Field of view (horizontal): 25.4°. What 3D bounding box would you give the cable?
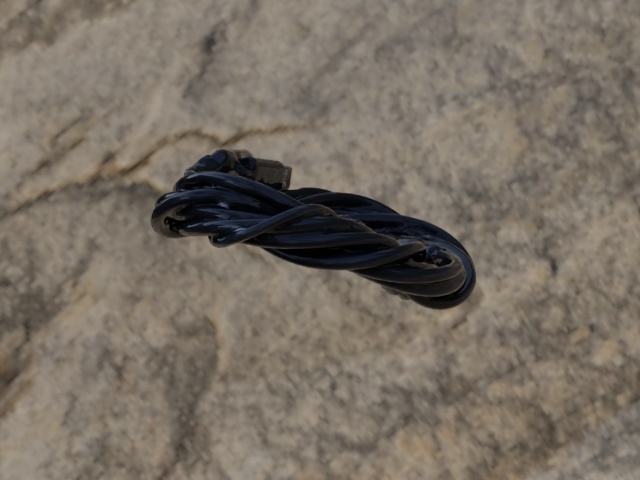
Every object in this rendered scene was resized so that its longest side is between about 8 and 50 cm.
[{"bbox_3d":[0.000,0.000,0.677,0.150,0.184,0.047,23,96,10],"label":"cable"}]
